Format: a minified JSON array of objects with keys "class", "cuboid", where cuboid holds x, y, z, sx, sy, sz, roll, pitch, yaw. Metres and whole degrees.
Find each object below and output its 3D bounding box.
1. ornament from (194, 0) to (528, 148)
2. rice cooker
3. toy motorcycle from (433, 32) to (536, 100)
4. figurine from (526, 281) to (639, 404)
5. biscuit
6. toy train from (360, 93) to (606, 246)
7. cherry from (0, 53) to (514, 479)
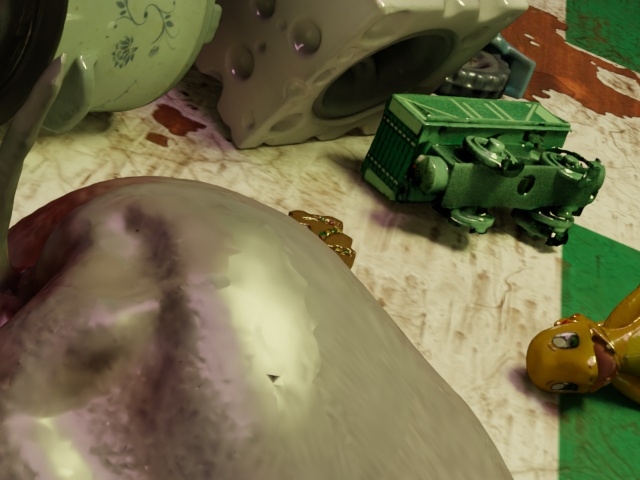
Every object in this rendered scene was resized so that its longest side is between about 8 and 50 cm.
[{"class":"ornament","cuboid":[0.015,-0.262,1.323,0.240,0.239,0.239,-11,69,-46]},{"class":"rice cooker","cuboid":[-0.255,-0.234,1.128,0.317,0.264,0.316,29,44,-32]},{"class":"toy motorcycle","cuboid":[0.091,-0.286,1.571,0.416,0.172,0.232,36,31,32]},{"class":"figurine","cuboid":[0.249,0.092,1.145,0.176,0.121,0.122,-8,12,-30]},{"class":"biscuit","cuboid":[0.000,0.000,1.177,0.082,0.016,0.092,0,34,-37]},{"class":"toy train","cuboid":[0.174,-0.072,1.338,0.269,0.115,0.154,-2,29,-39]},{"class":"cherry","cuboid":[-0.064,0.127,0.628,0.335,0.291,0.326,43,13,6]}]
